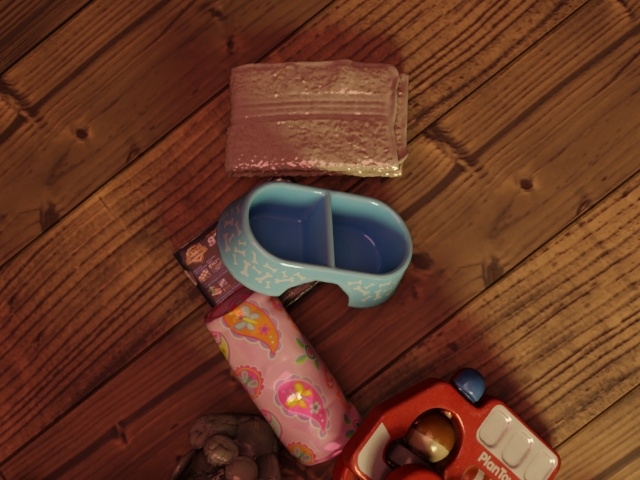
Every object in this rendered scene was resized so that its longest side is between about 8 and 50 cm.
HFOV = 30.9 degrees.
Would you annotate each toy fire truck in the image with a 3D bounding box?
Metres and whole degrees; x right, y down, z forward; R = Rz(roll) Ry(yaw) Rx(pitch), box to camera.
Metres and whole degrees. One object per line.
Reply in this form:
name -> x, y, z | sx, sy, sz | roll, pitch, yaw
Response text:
toy fire truck -> 0.181, 0.320, 1.640 | 0.302, 0.169, 0.254 | 44, 75, -22

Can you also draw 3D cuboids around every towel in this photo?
towel -> -0.006, -0.183, 1.756 | 0.282, 0.049, 0.187 | -1, 67, 7

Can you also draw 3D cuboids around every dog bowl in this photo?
dog bowl -> 0.000, 0.000, 1.681 | 0.297, 0.074, 0.166 | 9, 59, -21

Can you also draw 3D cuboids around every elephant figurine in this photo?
elephant figurine -> -0.170, 0.371, 1.727 | 0.239, 0.186, 0.169 | -53, 44, 27

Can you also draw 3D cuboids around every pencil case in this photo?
pencil case -> -0.052, 0.195, 1.703 | 0.124, 0.124, 0.284 | -34, 98, 4

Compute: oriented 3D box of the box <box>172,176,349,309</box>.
box -> -0.089, 0.025, 1.779 | 0.220, 0.051, 0.175 | -39, 83, 4
